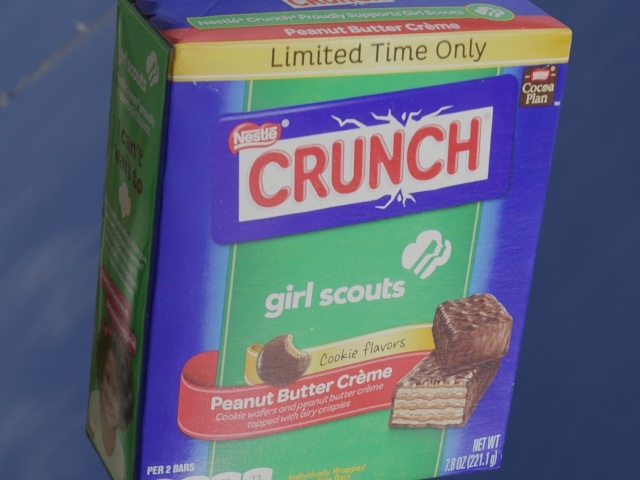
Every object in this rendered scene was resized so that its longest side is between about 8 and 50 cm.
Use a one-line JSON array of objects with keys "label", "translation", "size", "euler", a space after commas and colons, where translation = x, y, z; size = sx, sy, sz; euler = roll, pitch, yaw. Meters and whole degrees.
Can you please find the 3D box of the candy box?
[{"label": "candy box", "translation": [0.000, 0.000, 1.160], "size": [0.122, 0.268, 0.317], "euler": [-136, -134, -55]}]
